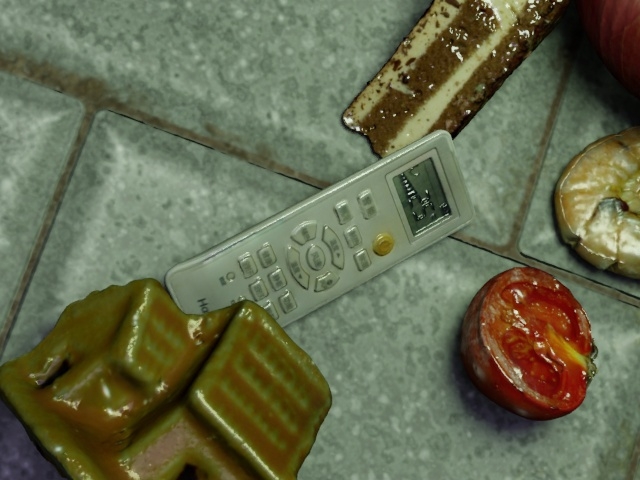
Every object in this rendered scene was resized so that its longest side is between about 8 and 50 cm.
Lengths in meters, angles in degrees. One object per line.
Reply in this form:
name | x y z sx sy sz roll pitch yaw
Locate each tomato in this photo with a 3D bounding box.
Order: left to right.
tomato | 0.196 0.110 1.233 0.139 0.091 0.159 30 51 -14

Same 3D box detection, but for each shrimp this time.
shrimp | 0.387 -0.026 1.297 0.289 0.075 0.178 18 77 7

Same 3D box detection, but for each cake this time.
cake | 0.145 -0.190 1.289 0.112 0.135 0.246 40 108 6

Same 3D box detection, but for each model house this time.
model house | -0.130 0.147 1.128 0.239 0.173 0.268 -43 94 -11

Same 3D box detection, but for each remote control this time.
remote control | 0.000 0.000 1.226 0.313 0.055 0.109 -28 118 -12

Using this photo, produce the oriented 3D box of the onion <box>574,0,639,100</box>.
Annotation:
onion | 0.418 -0.254 1.216 0.353 0.353 0.354 1 82 -9
